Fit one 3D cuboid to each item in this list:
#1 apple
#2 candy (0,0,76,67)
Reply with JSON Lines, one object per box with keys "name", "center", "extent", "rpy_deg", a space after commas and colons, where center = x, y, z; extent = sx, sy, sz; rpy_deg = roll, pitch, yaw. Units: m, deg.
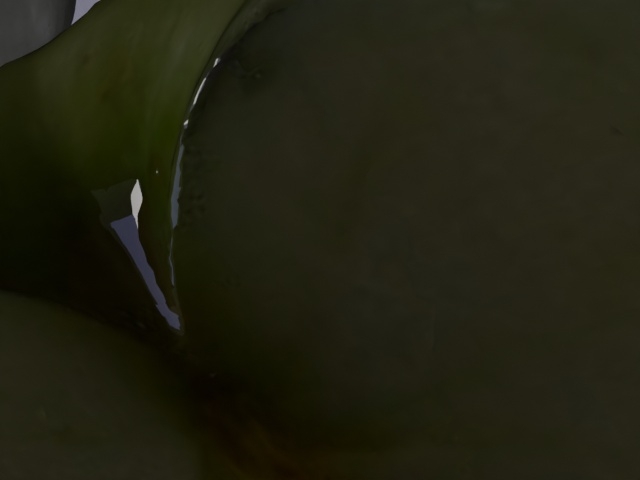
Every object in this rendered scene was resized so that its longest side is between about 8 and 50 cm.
{"name": "apple", "center": [0.024, 0.091, 0.462], "extent": [0.320, 0.311, 0.360], "rpy_deg": [9, 140, 57]}
{"name": "candy", "center": [-0.258, -0.236, 0.831], "extent": [0.386, 0.186, 0.426], "rpy_deg": [16, 125, 53]}
